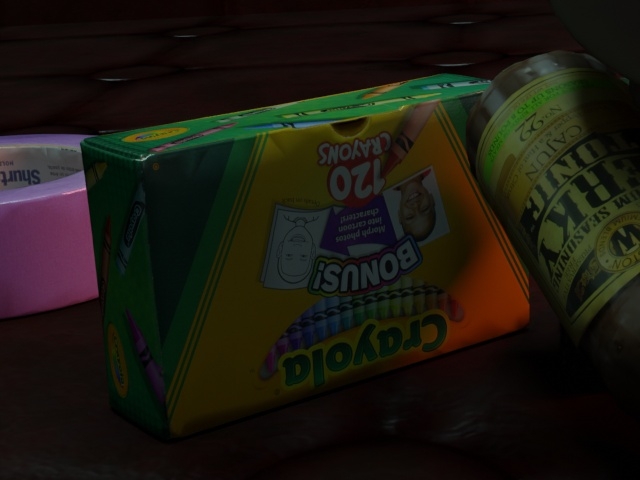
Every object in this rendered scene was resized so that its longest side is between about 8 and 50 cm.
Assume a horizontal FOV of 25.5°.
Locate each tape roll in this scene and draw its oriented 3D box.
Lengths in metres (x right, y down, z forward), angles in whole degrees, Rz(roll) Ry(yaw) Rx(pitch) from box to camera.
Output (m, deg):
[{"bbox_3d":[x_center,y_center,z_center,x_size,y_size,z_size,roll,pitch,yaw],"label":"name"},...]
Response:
[{"bbox_3d":[-0.270,-0.016,1.136,0.274,0.090,0.275,-4,15,1],"label":"tape roll"}]

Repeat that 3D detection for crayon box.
[{"bbox_3d":[0.000,0.000,0.868,0.278,0.165,0.081,-14,18,-32],"label":"crayon box"}]

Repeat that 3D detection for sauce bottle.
[{"bbox_3d":[0.175,0.020,0.724,0.111,0.111,0.344,-7,34,-13],"label":"sauce bottle"}]

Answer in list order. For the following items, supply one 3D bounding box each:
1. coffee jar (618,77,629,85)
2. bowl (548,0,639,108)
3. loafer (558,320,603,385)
[{"bbox_3d":[0.308,-0.115,1.343,0.184,0.096,0.079,-11,15,-27],"label":"coffee jar"},{"bbox_3d":[0.242,-0.134,0.743,0.298,0.134,0.298,0,29,0],"label":"bowl"},{"bbox_3d":[0.181,0.034,0.893,0.062,0.061,0.170,-1,16,9],"label":"loafer"}]
